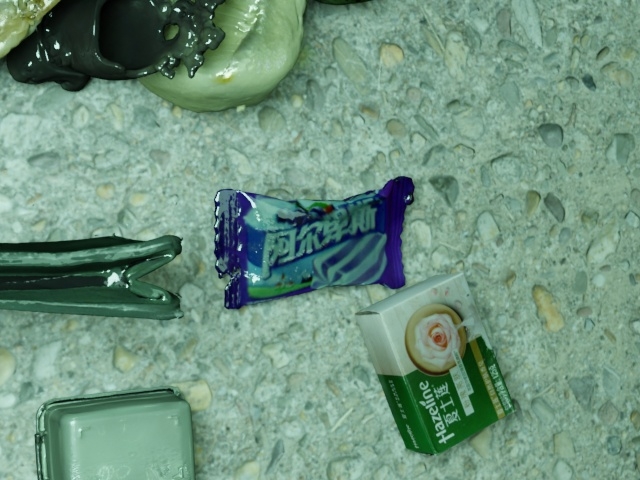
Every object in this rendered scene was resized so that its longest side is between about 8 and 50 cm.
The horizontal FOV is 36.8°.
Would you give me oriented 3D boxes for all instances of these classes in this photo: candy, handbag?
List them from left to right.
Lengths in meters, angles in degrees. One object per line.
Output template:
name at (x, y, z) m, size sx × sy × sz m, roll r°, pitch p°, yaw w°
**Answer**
handbag at (-0.284, 0.035, 0.939) m, size 0.260 × 0.247 × 0.079 m, roll -2°, pitch 91°, yaw -26°
candy at (0.000, 0.000, 1.175) m, size 0.275 × 0.070 × 0.145 m, roll -5°, pitch 95°, yaw -27°

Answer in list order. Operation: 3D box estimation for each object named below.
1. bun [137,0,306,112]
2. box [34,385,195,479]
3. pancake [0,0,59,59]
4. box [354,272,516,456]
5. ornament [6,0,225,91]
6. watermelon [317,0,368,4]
bun at (-0.118, -0.253, 1.105) m, size 0.229 × 0.145 × 0.229 m, roll -2°, pitch 82°, yaw 16°
box at (-0.214, 0.226, 1.037) m, size 0.172 × 0.093 × 0.124 m, roll -4°, pitch 86°, yaw -25°
pancake at (-0.419, -0.338, 0.964) m, size 0.386 × 0.082 × 0.387 m, roll 0°, pitch 87°, yaw -3°
box at (0.145, 0.154, 1.219) m, size 0.135 × 0.081 × 0.199 m, roll -24°, pitch 93°, yaw -25°
ornament at (-0.207, -0.279, 1.000) m, size 0.106 × 0.260 × 0.251 m, roll 4°, pitch 82°, yaw -53°
watermelon at (-0.003, -0.396, 1.173) m, size 0.204 × 0.127 × 0.232 m, roll -46°, pitch 121°, yaw -38°
